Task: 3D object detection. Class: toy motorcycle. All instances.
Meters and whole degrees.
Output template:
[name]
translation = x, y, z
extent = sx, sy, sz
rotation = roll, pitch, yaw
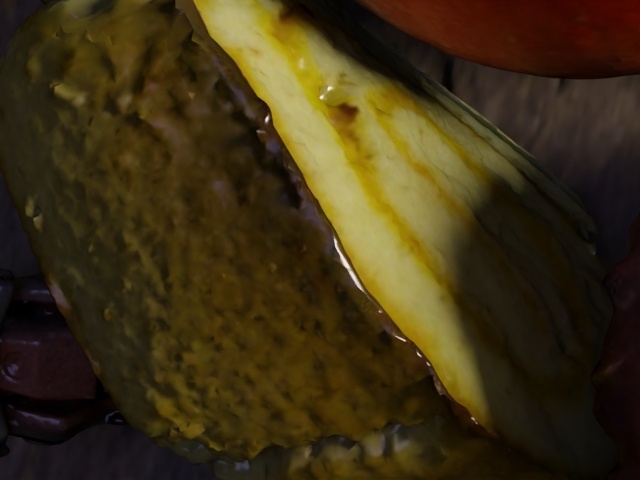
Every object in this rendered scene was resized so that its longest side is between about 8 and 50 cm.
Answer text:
[toy motorcycle]
translation = -0.100, 0.053, 0.557
extent = 0.212, 0.118, 0.084
rotation = 10, 101, 18

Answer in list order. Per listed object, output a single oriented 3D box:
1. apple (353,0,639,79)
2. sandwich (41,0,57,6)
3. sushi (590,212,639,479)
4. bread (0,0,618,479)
[apple]
translation = 0.109, -0.175, 0.395
extent = 0.293, 0.251, 0.163
rotation = -23, 37, -1
[sandwich]
translation = -0.061, -0.244, 0.544
extent = 0.271, 0.099, 0.301
rotation = 42, 110, 9
[sushi]
translation = 0.211, 0.062, 0.398
extent = 0.171, 0.236, 0.270
rotation = -3, 87, 42
[bread]
translation = 0.000, 0.000, 0.469
extent = 0.257, 0.186, 0.124
rotation = 45, 120, -9
